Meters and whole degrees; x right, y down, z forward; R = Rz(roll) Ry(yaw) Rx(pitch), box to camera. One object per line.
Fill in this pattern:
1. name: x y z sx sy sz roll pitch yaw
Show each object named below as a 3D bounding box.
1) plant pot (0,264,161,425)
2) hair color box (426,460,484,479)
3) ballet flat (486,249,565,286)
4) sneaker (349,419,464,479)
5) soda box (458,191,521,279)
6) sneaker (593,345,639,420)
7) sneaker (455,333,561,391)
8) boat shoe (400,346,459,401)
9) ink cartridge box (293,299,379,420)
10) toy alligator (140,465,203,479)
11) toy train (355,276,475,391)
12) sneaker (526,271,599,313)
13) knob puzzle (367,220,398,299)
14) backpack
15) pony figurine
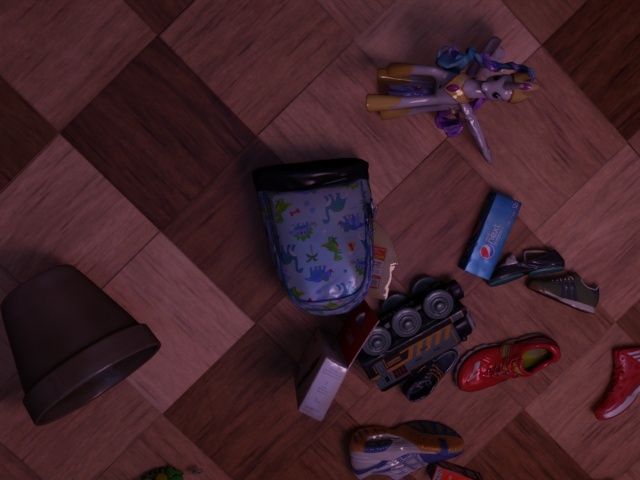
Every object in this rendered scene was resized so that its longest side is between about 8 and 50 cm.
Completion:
1. plant pot: -0.584 0.222 1.709 0.323 0.323 0.280 -37 82 1
2. hair color box: 0.353 0.616 1.923 0.141 0.072 0.043 20 96 -7
3. ballet flat: 0.515 0.064 1.875 0.203 0.074 0.074 -14 98 4
4. sneaker: 0.220 0.548 1.902 0.297 0.112 0.130 0 114 -3
5. soda box: 0.424 -0.012 1.853 0.071 0.067 0.210 21 95 -6
6. sneaker: 0.774 0.359 1.929 0.221 0.087 0.128 -37 90 -11
7. sneaker: 0.475 0.310 1.871 0.279 0.118 0.107 -23 97 -1
8. boat shoe: 0.287 0.343 1.878 0.183 0.083 0.065 -41 98 1
9. ink cartridge box: 0.027 0.254 1.741 0.066 0.296 0.261 28 93 -7
10. toy alligator: -0.392 0.598 1.877 0.190 0.056 0.051 -21 58 -2
11. toy train: 0.224 0.231 1.842 0.334 0.142 0.190 -30 110 -2
12. sneaker: 0.628 0.118 1.891 0.192 0.064 0.086 22 87 -7
13. knob puzzle: 0.102 0.036 1.847 0.213 0.030 0.213 0 88 10
14. backpack: 0.000 0.000 1.741 0.290 0.273 0.355 -5 105 -7
15. pony figurine: 0.312 -0.332 1.699 0.364 0.351 0.302 2 93 14
